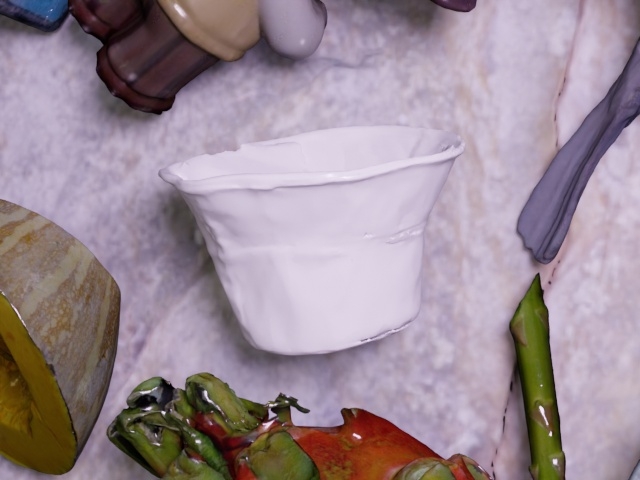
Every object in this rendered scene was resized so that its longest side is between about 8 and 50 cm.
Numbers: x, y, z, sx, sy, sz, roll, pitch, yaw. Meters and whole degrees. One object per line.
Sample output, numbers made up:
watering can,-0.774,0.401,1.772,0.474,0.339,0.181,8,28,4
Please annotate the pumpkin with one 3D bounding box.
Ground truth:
pumpkin,-0.217,0.052,0.896,0.217,0.217,0.110,37,59,15

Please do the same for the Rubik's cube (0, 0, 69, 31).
Rubik's cube,-0.274,-0.361,0.841,0.303,0.301,0.305,35,98,15

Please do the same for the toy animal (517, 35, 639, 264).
toy animal,0.224,-0.161,0.761,0.367,0.081,0.206,-38,113,11

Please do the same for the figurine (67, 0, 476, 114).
figurine,0.007,-0.220,0.840,0.365,0.206,0.218,-41,52,36

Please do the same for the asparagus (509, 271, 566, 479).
asparagus,0.142,0.131,0.795,0.027,0.034,0.236,-15,59,24

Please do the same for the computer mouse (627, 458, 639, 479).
computer mouse,0.281,0.178,0.742,0.203,0.114,0.374,31,96,16

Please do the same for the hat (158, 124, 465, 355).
hat,0.000,0.000,0.821,0.203,0.203,0.126,-5,101,17

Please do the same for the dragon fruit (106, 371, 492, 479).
dragon fruit,0.000,0.176,0.781,0.269,0.198,0.200,46,144,-14
